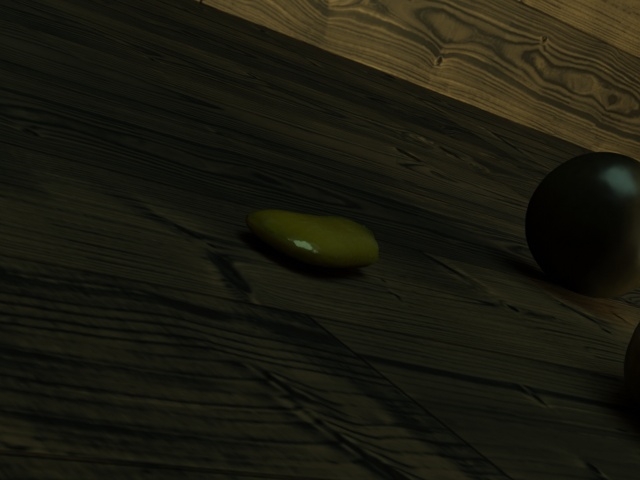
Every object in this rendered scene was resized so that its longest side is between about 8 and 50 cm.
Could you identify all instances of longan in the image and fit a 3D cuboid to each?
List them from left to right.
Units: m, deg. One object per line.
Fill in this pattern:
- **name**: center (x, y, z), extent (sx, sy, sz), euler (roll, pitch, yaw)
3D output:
- **longan**: center (0.322, -0.018, 1.786), extent (0.167, 0.167, 0.187), euler (31, 20, 25)

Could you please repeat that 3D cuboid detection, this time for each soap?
- **soap**: center (0.000, 0.000, 1.350), extent (0.089, 0.033, 0.168), euler (34, 14, 27)

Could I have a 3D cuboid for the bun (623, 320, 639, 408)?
- **bun**: center (0.448, 0.116, 1.349), extent (0.365, 0.219, 0.365), euler (21, 13, -5)
